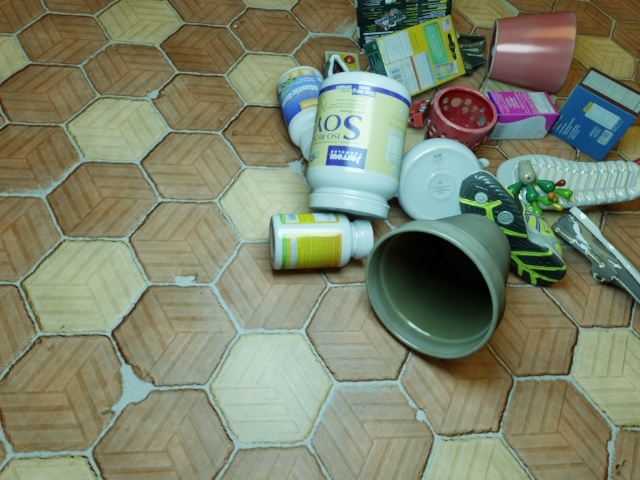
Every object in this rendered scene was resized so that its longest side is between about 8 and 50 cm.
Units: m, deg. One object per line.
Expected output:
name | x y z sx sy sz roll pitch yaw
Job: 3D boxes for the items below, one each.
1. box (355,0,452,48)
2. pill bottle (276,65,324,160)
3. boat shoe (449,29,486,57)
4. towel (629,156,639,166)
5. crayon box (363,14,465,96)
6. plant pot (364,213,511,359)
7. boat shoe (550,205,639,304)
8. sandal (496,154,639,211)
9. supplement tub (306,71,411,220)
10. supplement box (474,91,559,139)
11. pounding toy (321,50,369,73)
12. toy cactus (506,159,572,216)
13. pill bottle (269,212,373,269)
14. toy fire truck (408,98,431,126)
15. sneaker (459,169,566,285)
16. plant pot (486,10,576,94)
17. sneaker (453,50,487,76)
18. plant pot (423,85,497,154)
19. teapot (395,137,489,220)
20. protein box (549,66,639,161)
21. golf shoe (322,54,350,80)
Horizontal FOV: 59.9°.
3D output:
box | 0.275 -0.783 1.855 0.321 0.257 0.080 -4 56 7
pill bottle | -0.030 -0.364 1.620 0.152 0.152 0.272 -8 57 -15
boat shoe | 0.467 -0.711 1.984 0.257 0.095 0.095 1 56 -10
towel | 1.145 -0.184 1.785 0.198 0.031 0.275 -22 62 -24
crayon box | 0.311 -0.588 1.814 0.322 0.083 0.203 -27 106 -25
plant pot | 0.315 0.071 1.317 0.323 0.323 0.280 41 43 18
boat shoe | 0.770 0.053 1.513 0.325 0.096 0.116 55 23 21
sandal | 0.733 -0.155 1.647 0.415 0.102 0.170 5 73 13
supplement tub | 0.093 -0.230 1.414 0.240 0.241 0.332 9 86 -4
supplement box | 0.629 -0.402 1.791 0.219 0.111 0.114 -2 56 -13
pounding toy | 0.079 -0.549 1.799 0.129 0.100 0.141 1 55 -9
toy cactus | 0.591 -0.149 1.579 0.218 0.112 0.181 -13 63 20
pill bottle | 0.000 0.000 1.384 0.245 0.136 0.137 -2 56 -11
toy fire truck | 0.268 -0.386 1.740 0.135 0.047 0.192 0 32 24
sneaker | 0.497 -0.045 1.460 0.385 0.145 0.147 45 40 -19
plant pot | 0.705 -0.644 1.896 0.242 0.275 0.275 6 54 8
sneaker | 0.495 -0.605 1.941 0.170 0.051 0.089 -40 79 -22
plant pot | 0.407 -0.335 1.666 0.190 0.174 0.191 5 55 -8
teapot | 0.310 -0.169 1.531 0.255 0.253 0.187 32 16 -11
protein box | 0.883 -0.403 1.783 0.201 0.200 0.136 36 57 15
golf shoe | 0.074 -0.422 1.668 0.105 0.120 0.273 -23 83 -3
